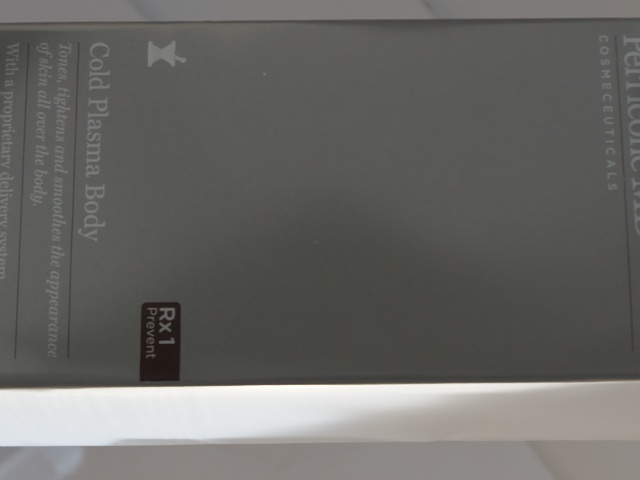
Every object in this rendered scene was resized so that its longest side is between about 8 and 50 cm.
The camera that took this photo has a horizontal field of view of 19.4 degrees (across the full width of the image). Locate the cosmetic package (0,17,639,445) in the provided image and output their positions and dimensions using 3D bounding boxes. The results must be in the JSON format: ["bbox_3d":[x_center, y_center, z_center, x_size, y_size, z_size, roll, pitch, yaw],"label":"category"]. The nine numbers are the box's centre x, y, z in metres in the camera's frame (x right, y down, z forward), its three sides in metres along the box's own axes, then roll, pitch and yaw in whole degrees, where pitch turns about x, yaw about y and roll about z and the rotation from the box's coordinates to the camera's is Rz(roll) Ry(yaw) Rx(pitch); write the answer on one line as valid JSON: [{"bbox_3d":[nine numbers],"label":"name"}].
[{"bbox_3d":[0.000,0.000,0.620,0.237,0.107,0.127,-3,-108,3],"label":"cosmetic package"}]
